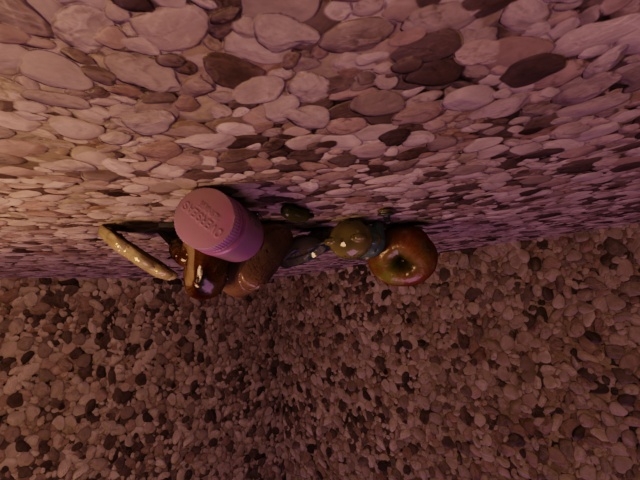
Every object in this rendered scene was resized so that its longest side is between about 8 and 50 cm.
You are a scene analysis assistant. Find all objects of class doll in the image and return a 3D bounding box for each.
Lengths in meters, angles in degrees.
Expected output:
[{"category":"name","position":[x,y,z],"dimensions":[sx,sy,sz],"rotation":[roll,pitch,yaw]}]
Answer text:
[{"category":"doll","position":[0.143,-0.002,1.730],"dimensions":[0.177,0.161,0.261],"rotation":[-7,173,30]}]

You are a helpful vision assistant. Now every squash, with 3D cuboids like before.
[{"category":"squash","position":[-0.078,-0.088,1.449],"dimensions":[0.052,0.052,0.183],"rotation":[-8,173,25]}]

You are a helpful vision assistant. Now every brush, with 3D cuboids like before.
[{"category":"brush","position":[0.252,-0.092,1.663],"dimensions":[0.062,0.027,0.266],"rotation":[-5,175,10]}]

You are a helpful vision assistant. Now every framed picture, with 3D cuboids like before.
[{"category":"framed picture","position":[-0.565,0.062,1.783],"dimensions":[0.016,0.213,0.289],"rotation":[-43,178,-13]}]

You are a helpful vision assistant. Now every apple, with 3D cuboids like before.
[{"category":"apple","position":[0.363,0.059,1.910],"dimensions":[0.310,0.277,0.250],"rotation":[9,-159,21]}]

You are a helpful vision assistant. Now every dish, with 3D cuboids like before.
[{"category":"dish","position":[-0.077,0.025,1.769],"dimensions":[0.237,0.086,0.228],"rotation":[-6,157,-47]}]

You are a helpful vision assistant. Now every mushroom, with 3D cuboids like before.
[{"category":"mushroom","position":[-0.417,0.067,1.528],"dimensions":[0.163,0.296,0.278],"rotation":[-13,-140,-42]}]

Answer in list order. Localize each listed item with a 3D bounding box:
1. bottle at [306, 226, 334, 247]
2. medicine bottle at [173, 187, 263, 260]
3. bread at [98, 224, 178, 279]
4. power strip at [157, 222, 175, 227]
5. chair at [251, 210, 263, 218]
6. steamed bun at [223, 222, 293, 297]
[{"category":"bottle","position":[0.000,-0.001,1.874],"dimensions":[0.152,0.098,0.099],"rotation":[-12,169,25]},{"category":"medicine bottle","position":[-0.284,-0.037,1.263],"dimensions":[0.179,0.178,0.290],"rotation":[-5,170,7]},{"category":"bread","position":[-0.651,0.054,1.554],"dimensions":[0.316,0.054,0.316],"rotation":[34,168,8]},{"category":"power strip","position":[-0.541,-0.052,1.563],"dimensions":[0.090,0.016,0.040],"rotation":[1,171,-22]},{"category":"chair","position":[-0.231,-0.082,1.472],"dimensions":[0.037,0.042,0.086],"rotation":[6,-158,-44]},{"category":"steamed bun","position":[-0.264,0.050,1.643],"dimensions":[0.199,0.301,0.252],"rotation":[38,145,-15]}]
